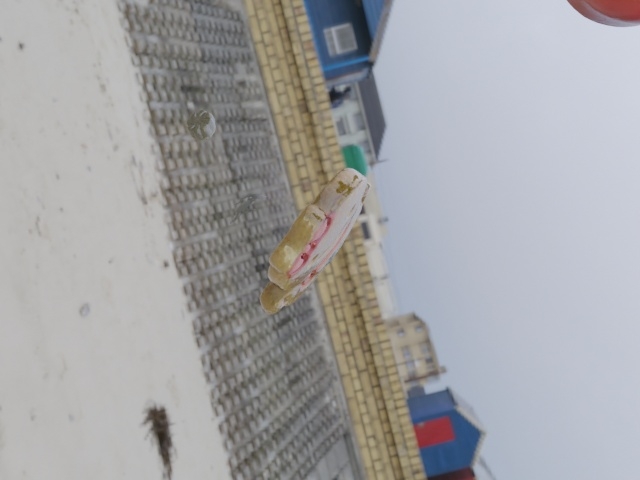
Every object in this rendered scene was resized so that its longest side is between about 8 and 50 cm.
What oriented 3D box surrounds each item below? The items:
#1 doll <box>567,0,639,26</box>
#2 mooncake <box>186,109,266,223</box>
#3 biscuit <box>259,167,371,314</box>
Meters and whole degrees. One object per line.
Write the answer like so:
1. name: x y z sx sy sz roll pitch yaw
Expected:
1. doll: 0.374 -0.336 0.972 0.363 0.182 0.160 -73 170 -75
2. mooncake: -0.172 -0.129 1.441 0.346 0.150 0.057 32 -15 47
3. biscuit: 0.000 0.000 0.788 0.036 0.166 0.225 37 -14 6
